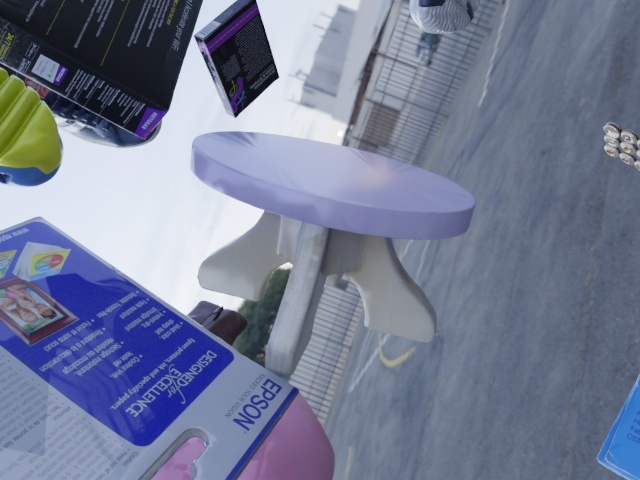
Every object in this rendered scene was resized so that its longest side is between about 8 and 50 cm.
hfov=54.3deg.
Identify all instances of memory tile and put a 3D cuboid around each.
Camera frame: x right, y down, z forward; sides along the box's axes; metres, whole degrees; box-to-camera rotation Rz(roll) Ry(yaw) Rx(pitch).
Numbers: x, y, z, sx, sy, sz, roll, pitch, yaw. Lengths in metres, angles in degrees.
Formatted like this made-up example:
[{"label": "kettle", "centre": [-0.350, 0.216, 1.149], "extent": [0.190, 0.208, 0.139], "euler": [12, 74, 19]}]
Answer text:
[{"label": "memory tile", "centre": [0.653, -0.183, 1.290], "extent": [0.012, 0.148, 0.113], "euler": [-46, -34, -7]}]

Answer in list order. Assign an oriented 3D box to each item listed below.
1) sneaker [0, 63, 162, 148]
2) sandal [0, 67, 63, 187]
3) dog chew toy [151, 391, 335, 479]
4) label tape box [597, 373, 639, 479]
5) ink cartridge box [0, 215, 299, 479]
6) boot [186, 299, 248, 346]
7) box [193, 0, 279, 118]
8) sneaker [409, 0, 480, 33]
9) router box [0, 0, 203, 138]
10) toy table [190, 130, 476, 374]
[{"label": "sneaker", "centre": [-0.450, -0.252, 1.066], "extent": [0.148, 0.350, 0.131], "euler": [-126, 54, -83]}, {"label": "sandal", "centre": [-0.423, -0.125, 0.679], "extent": [0.138, 0.317, 0.126], "euler": [104, -169, -45]}, {"label": "dog chew toy", "centre": [-0.148, 0.339, 0.860], "extent": [0.331, 0.207, 0.207], "euler": [-29, -14, -13]}, {"label": "label tape box", "centre": [0.427, 0.239, 0.536], "extent": [0.240, 0.333, 0.106], "euler": [22, 80, 50]}, {"label": "ink cartridge box", "centre": [-0.209, 0.122, 0.461], "extent": [0.072, 0.307, 0.303], "euler": [-60, -9, 26]}, {"label": "boot", "centre": [-0.295, 0.197, 1.271], "extent": [0.207, 0.248, 0.090], "euler": [-61, -14, -51]}, {"label": "box", "centre": [-0.131, -0.294, 1.010], "extent": [0.116, 0.029, 0.162], "euler": [-47, -33, -21]}, {"label": "sneaker", "centre": [0.124, -0.335, 0.789], "extent": [0.235, 0.153, 0.094], "euler": [-58, -35, -31]}, {"label": "router box", "centre": [-0.165, -0.184, 0.481], "extent": [0.046, 0.133, 0.179], "euler": [-32, 40, 43]}, {"label": "toy table", "centre": [0.000, 0.000, 0.627], "extent": [0.252, 0.274, 0.161], "euler": [-36, -40, -59]}]
